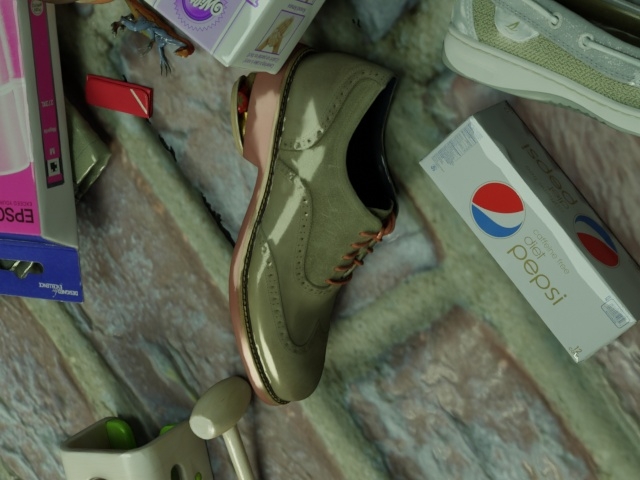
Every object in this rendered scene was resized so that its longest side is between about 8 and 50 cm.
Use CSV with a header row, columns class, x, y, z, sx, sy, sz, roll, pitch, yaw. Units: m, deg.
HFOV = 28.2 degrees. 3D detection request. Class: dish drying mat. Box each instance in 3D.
class,x,y,z,sx,sy,sz,roll,pitch,yaw
dish drying mat,-0.207,-0.147,1.301,0.083,0.008,0.032,15,114,27

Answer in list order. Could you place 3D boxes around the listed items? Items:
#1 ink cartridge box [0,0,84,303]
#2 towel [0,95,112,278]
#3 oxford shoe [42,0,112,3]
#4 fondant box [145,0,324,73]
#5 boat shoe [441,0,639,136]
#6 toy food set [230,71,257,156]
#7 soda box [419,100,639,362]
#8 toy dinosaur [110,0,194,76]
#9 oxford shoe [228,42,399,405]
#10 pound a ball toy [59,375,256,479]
class,x,y,z,sx,sy,sz,roll,pitch,yaw
ink cartridge box,-0.344,-0.112,1.317,0.175,0.069,0.371,4,107,29
towel,-0.396,-0.116,1.412,0.312,0.056,0.324,-44,79,31
oxford shoe,-0.271,-0.399,1.177,0.130,0.132,0.364,-14,93,35
fondant box,-0.053,-0.339,1.044,0.238,0.096,0.330,40,108,16
boat shoe,0.240,-0.148,0.964,0.320,0.118,0.103,22,121,32
toy food set,-0.065,-0.113,1.182,0.020,0.083,0.083,-4,103,10
soda box,0.184,-0.010,1.066,0.069,0.074,0.216,-42,82,34
toy dinosaur,-0.161,-0.205,1.237,0.082,0.047,0.090,6,99,11
oxford shoe,0.000,0.000,1.157,0.130,0.123,0.348,12,113,23
pound a ball toy,-0.159,0.312,1.347,0.208,0.135,0.319,-3,105,32
